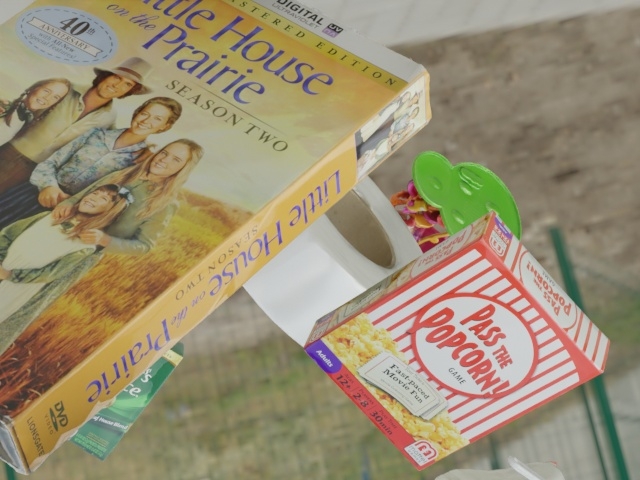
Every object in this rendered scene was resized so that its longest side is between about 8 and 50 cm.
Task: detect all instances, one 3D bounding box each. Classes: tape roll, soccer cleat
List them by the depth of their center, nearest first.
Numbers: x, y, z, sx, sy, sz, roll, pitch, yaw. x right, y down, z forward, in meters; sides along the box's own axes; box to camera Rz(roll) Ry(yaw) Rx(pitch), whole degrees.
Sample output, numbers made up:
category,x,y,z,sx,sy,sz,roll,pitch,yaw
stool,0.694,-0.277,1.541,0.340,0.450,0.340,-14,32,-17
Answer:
category,x,y,z,sx,sy,sz,roll,pitch,yaw
soccer cleat,0.169,0.275,1.726,0.196,0.068,0.076,-21,-176,38
tape roll,0.000,0.000,1.780,0.100,0.286,0.286,-40,156,19

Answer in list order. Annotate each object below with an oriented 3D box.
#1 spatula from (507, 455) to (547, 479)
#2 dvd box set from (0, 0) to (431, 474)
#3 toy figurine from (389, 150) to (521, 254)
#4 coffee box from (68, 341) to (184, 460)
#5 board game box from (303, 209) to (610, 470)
category,x,y,z,sx,sy,sz,roll,pitch,yaw
spatula,0.278,0.303,1.601,0.242,0.168,0.019,35,105,-28
dvd box set,-0.166,-0.054,1.189,0.420,0.307,0.062,-41,147,-29
toy figurine,0.125,-0.018,1.963,0.173,0.130,0.159,35,141,-24
coffee box,-0.268,0.178,2.057,0.184,0.113,0.040,-51,-163,15
board game box,0.105,0.082,1.286,0.193,0.147,0.045,-35,-164,33
